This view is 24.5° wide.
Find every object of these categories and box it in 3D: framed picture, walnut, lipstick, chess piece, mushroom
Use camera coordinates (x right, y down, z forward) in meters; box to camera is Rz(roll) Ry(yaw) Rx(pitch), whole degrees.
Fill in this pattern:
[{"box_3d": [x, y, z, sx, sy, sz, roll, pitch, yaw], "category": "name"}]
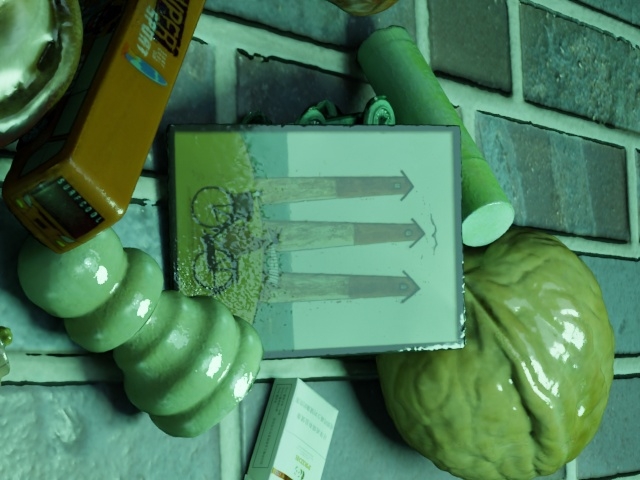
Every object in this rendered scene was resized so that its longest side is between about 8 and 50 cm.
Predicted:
[{"box_3d": [0.000, 0.000, 1.530, 0.323, 0.013, 0.244, -2, 91, -19], "category": "framed picture"}, {"box_3d": [0.204, 0.133, 1.717, 0.252, 0.277, 0.313, -89, 160, -44], "category": "walnut"}, {"box_3d": [0.127, -0.128, 1.692, 0.076, 0.076, 0.304, 28, 29, -48], "category": "lipstick"}, {"box_3d": [-0.178, 0.066, 1.360, 0.243, 0.133, 0.133, 44, 52, -32], "category": "chess piece"}, {"box_3d": [-0.310, -0.185, 1.179, 0.253, 0.153, 0.253, 6, 82, -51], "category": "mushroom"}]

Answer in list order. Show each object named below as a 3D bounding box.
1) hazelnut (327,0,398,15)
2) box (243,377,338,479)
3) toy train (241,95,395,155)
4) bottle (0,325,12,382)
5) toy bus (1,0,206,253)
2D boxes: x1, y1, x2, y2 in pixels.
[{"box_3d": [0.042, -0.335, 1.698, 0.154, 0.143, 0.143, 35, 58, -36], "category": "hazelnut"}, {"box_3d": [-0.033, 0.235, 1.585, 0.084, 0.040, 0.154, 45, 52, -43], "category": "box"}, {"box_3d": [0.002, -0.078, 1.634, 0.248, 0.101, 0.159, -18, 109, -53], "category": "toy train"}, {"box_3d": [-0.322, 0.050, 1.173, 0.110, 0.097, 0.209, -30, 113, -16], "category": "bottle"}, {"box_3d": [-0.184, -0.165, 1.348, 0.093, 0.092, 0.409, 48, 38, -33], "category": "toy bus"}]
